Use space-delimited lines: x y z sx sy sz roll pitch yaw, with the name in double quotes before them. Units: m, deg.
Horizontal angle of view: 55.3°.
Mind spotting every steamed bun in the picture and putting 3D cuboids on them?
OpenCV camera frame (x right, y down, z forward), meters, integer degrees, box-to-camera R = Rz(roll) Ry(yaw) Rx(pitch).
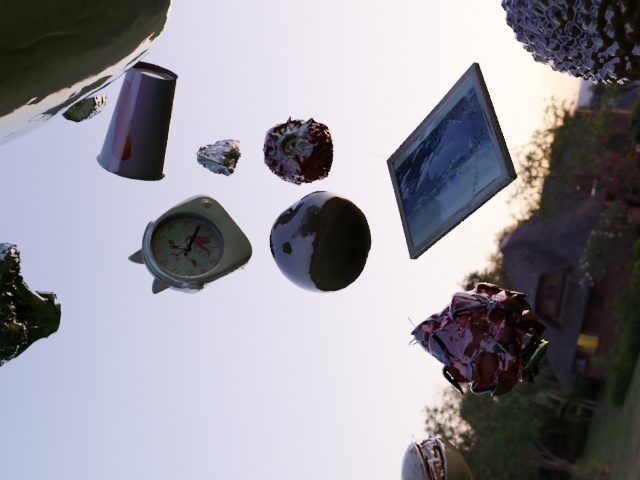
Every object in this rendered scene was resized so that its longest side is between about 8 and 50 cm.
"steamed bun" -0.420 -0.299 0.803 0.371 0.456 0.289 -37 -51 -29

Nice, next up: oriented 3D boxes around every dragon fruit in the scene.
"dragon fruit" 0.308 0.188 1.233 0.234 0.293 0.233 -38 -46 -54

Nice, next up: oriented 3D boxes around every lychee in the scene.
"lychee" 0.373 -0.330 0.830 0.236 0.236 0.271 61 -170 -56

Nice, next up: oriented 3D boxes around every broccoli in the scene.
"broccoli" -0.677 0.145 1.260 0.275 0.308 0.307 3 -82 -40

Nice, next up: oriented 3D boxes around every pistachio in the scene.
"pistachio" 0.169 0.349 0.880 0.149 0.113 0.113 -83 -7 -64

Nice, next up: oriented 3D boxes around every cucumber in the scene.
"cucumber" -0.364 -0.209 0.958 0.107 0.067 0.035 -98 -8 -70

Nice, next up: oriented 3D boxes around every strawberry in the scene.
"strawberry" -0.046 -0.224 1.588 0.187 0.184 0.201 -35 -32 6

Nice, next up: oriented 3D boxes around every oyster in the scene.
"oyster" -0.265 -0.222 1.614 0.177 0.125 0.064 -80 -28 -53

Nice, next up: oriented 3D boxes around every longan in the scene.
"longan" 0.000 0.000 1.393 0.248 0.248 0.248 11 -90 -67

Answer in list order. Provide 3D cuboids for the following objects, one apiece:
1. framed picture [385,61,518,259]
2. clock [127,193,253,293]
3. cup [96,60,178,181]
"framed picture" 0.237 -0.141 1.185 0.335 0.022 0.247 132 134 -55
"clock" -0.386 0.028 1.783 0.324 0.265 0.108 -31 -14 -29
"cup" -0.492 -0.333 1.686 0.203 0.203 0.288 -32 -32 -60
